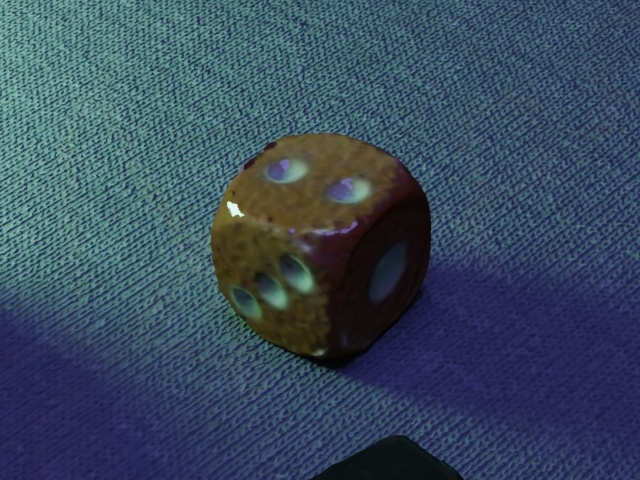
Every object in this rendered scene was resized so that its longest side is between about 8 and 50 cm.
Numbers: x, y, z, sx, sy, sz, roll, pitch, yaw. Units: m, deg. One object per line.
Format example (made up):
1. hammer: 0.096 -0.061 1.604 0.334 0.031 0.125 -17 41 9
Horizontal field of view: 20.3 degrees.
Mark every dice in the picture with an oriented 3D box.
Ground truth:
1. dice: 0.000 0.000 1.847 0.179 0.174 0.175 27 49 30

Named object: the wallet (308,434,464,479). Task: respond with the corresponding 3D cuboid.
1. wallet: 0.102 0.295 1.586 0.165 0.042 0.309 -27 45 -25
